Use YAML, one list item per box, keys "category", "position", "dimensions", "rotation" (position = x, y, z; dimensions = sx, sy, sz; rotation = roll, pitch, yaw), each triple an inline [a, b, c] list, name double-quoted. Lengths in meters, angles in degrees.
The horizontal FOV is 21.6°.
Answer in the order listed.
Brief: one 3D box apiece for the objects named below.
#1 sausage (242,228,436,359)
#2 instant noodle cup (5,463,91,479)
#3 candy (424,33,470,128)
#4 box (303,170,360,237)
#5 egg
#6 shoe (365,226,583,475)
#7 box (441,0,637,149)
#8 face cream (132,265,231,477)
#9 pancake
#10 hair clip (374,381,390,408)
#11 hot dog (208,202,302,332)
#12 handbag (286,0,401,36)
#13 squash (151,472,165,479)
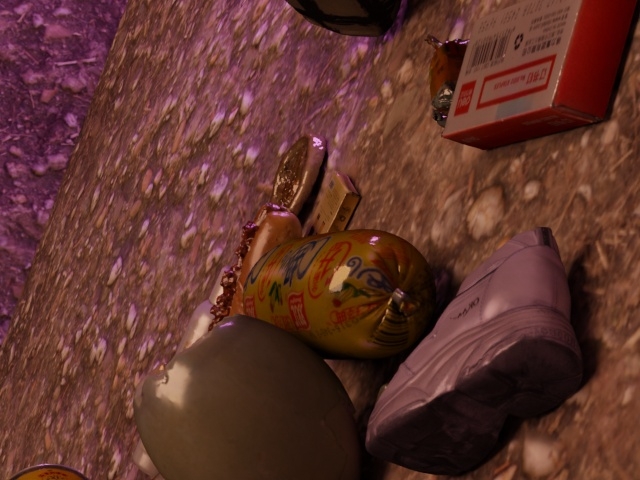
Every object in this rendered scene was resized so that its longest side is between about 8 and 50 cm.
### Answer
- category: "sausage"
  position: [0.012, 0.053, 1.615]
  dimensions: [0.347, 0.123, 0.123]
  rotation: [-8, 62, 69]
- category: "instant noodle cup"
  position: [-0.348, 0.402, 2.223]
  dimensions: [0.144, 0.182, 0.182]
  rotation: [20, 89, 63]
- category: "candy"
  position: [0.130, -0.159, 1.622]
  dimensions: [0.046, 0.053, 0.182]
  rotation: [-58, 19, 30]
- category: "box"
  position: [0.000, 0.000, 1.878]
  dimensions: [0.149, 0.020, 0.073]
  rotation: [-64, 19, 16]
- category: "egg"
  position: [-0.057, 0.179, 1.543]
  dimensions: [0.183, 0.217, 0.183]
  rotation: [-39, 0, 0]
- category: "shoe"
  position: [0.118, 0.092, 1.328]
  dimensions: [0.245, 0.095, 0.137]
  rotation: [-44, 27, 46]
- category: "box"
  position: [0.186, -0.150, 1.451]
  dimensions: [0.229, 0.050, 0.123]
  rotation: [-10, 62, 69]
- category: "face cream"
  position: [-0.140, 0.159, 2.016]
  dimensions: [0.269, 0.082, 0.082]
  rotation: [-66, 18, 7]
- category: "pancake"
  position: [-0.035, -0.062, 2.038]
  dimensions: [0.151, 0.025, 0.151]
  rotation: [-55, 22, 35]
- category: "hair clip"
  position: [0.087, 0.147, 1.457]
  dimensions: [0.137, 0.022, 0.054]
  rotation: [-14, 58, 62]
- category: "hot dog"
  position: [-0.083, 0.078, 1.901]
  dimensions: [0.102, 0.076, 0.249]
  rotation: [-127, 50, -65]
- category: "handbag"
  position: [0.023, -0.437, 1.844]
  dimensions: [0.163, 0.325, 0.327]
  rotation: [13, 77, 27]
- category: "squash"
  position: [-0.161, 0.270, 1.753]
  dimensions: [0.233, 0.210, 0.309]
  rotation: [-47, 30, 21]
